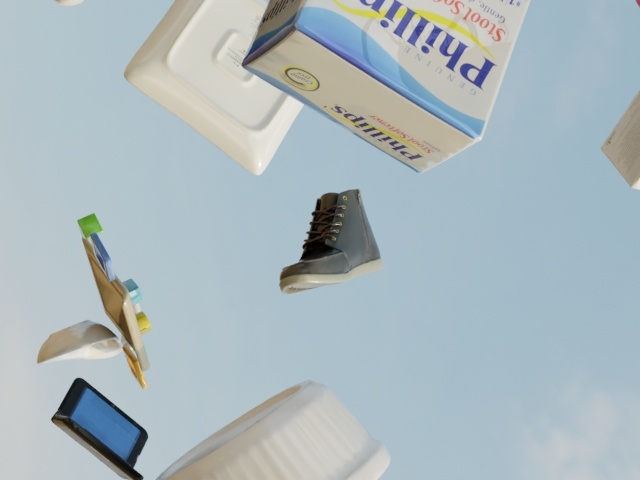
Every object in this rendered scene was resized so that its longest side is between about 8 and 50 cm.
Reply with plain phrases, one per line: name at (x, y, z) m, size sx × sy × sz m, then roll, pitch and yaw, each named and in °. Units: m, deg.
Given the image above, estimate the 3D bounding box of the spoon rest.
spoon rest at (-0.389, 0.173, 2.671) m, size 0.137 × 0.276 × 0.084 m, roll -21°, pitch -88°, yaw 25°

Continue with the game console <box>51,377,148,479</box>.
game console at (-0.257, 0.228, 1.859) m, size 0.122 × 0.071 × 0.107 m, roll 41°, pitch -18°, yaw -16°

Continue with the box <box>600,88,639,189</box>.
box at (0.416, -0.115, 1.843) m, size 0.102 × 0.101 × 0.087 m, roll -60°, pitch -145°, yaw 27°

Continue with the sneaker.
sneaker at (0.000, 0.000, 2.006) m, size 0.083 × 0.222 × 0.118 m, roll -13°, pitch -89°, yaw 27°

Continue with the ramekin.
ramekin at (-0.066, 0.266, 1.723) m, size 0.127 × 0.273 × 0.273 m, roll 57°, pitch -26°, yaw 0°

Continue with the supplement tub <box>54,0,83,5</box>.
supplement tub at (-0.295, -0.522, 2.289) m, size 0.241 × 0.331 × 0.241 m, roll 56°, pitch -15°, yaw 22°

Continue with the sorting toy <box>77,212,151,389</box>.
sorting toy at (-0.332, 0.100, 2.577) m, size 0.196 × 0.047 × 0.347 m, roll 51°, pitch -22°, yaw 43°

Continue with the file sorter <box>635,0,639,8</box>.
file sorter at (0.424, -0.314, 1.621) m, size 0.290 × 0.182 × 0.202 m, roll 63°, pitch 29°, yaw -59°

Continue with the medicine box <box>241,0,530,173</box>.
medicine box at (0.091, -0.273, 1.813) m, size 0.149 × 0.263 × 0.289 m, roll -29°, pitch -144°, yaw 58°

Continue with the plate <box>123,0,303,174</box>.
plate at (-0.137, -0.292, 2.495) m, size 0.277 × 0.278 × 0.045 m, roll 36°, pitch -25°, yaw -11°
